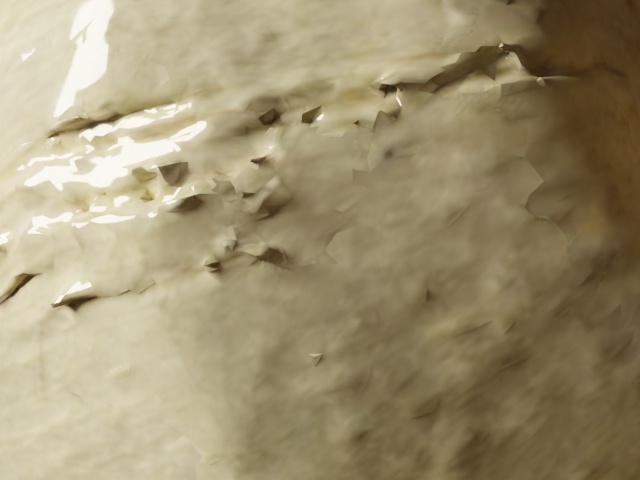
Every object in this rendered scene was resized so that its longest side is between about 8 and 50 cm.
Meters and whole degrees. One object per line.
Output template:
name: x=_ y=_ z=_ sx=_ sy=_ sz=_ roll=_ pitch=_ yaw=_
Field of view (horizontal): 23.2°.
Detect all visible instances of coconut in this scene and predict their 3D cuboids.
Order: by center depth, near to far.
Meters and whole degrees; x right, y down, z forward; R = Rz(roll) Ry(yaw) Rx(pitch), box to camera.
coconut: x=0.000 y=0.000 z=0.549 sx=0.360 sy=0.346 sz=0.346 roll=-20 pitch=56 yaw=41
